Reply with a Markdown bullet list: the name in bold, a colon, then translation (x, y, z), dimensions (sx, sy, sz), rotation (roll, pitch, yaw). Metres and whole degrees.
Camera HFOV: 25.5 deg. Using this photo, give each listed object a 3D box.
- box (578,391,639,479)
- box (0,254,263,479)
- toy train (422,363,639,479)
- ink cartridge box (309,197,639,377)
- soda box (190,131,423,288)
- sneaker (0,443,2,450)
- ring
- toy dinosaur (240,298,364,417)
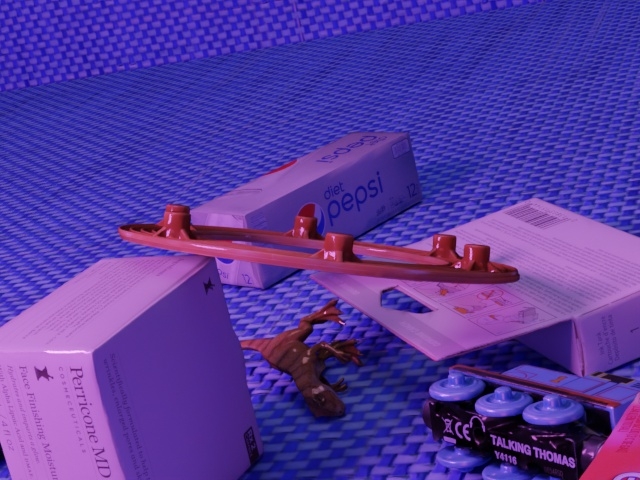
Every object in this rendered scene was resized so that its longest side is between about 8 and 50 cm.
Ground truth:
- **box**: translation (0.188, 0.204, 0.679), dimensions (0.142, 0.154, 0.300), rotation (-1, 20, 32)
- **box**: translation (-0.151, 0.126, 1.097), dimensions (0.119, 0.181, 0.182), rotation (-3, 20, 29)
- **toy train**: translation (0.159, 0.134, 1.032), dimensions (0.105, 0.080, 0.184), rotation (-15, 13, -35)
- **ink cartridge box**: translation (0.163, 0.052, 1.283), dimensions (0.261, 0.066, 0.296), rotation (-19, 18, -16)
- **soda box**: translation (-0.011, -0.041, 1.645), dimensions (0.098, 0.091, 0.286), rotation (5, 26, 45)
- **sneaker**: translation (-0.239, 0.127, 1.288), dimensions (0.162, 0.106, 0.281), rotation (1, 22, 29)
- **ring**: translation (0.000, 0.000, 1.184), dimensions (0.336, 0.032, 0.336), rotation (6, 4, 0)
- **toy dinosaur**: translation (-0.029, 0.100, 1.283), dimensions (0.112, 0.064, 0.211), rotation (-23, 20, -24)
